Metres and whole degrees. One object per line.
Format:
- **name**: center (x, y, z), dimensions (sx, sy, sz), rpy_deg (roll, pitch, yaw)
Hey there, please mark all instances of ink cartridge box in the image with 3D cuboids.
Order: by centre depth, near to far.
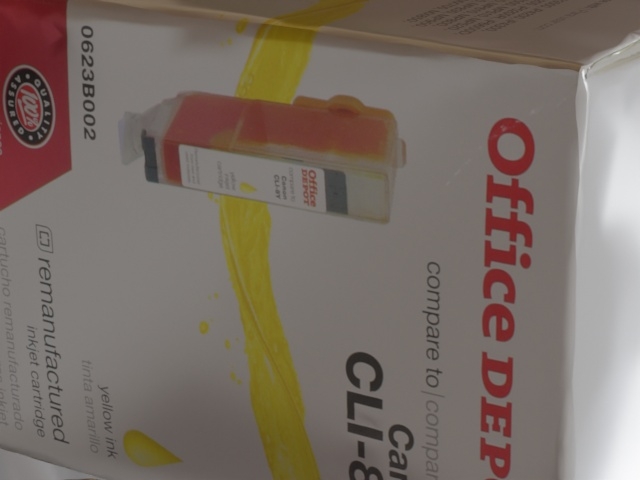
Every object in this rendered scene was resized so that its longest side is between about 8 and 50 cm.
- **ink cartridge box**: center (0.000, 0.000, 0.976), dimensions (0.385, 0.279, 0.160), rpy_deg (11, -158, 32)

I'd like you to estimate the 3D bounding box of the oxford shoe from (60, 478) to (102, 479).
- **oxford shoe**: center (-0.221, 0.220, 1.282), dimensions (0.076, 0.212, 0.076), rpy_deg (-33, 95, 38)
